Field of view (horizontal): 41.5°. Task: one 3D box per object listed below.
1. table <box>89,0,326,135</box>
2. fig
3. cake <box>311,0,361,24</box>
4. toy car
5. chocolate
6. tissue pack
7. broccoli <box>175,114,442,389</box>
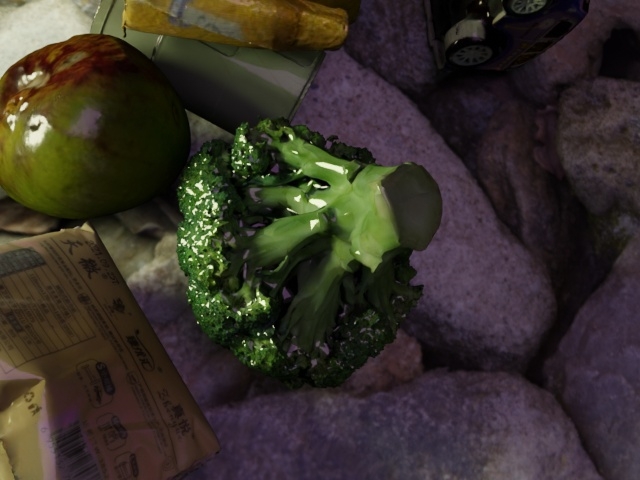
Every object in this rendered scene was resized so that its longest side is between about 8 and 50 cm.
[{"bbox_3d":[-0.117,-0.195,0.895,0.219,0.126,0.126,27,65,-5],"label":"table"},{"bbox_3d":[-0.216,-0.104,0.812,0.191,0.181,0.181,14,64,-42],"label":"fig"},{"bbox_3d":[-0.054,-0.349,0.956,0.179,0.156,0.261,-11,68,-4],"label":"cake"},{"bbox_3d":[0.234,-0.308,0.994,0.157,0.235,0.172,5,70,-28],"label":"toy car"},{"bbox_3d":[-0.077,-0.223,0.806,0.219,0.085,0.086,6,69,-15],"label":"chocolate"},{"bbox_3d":[-0.226,0.121,0.718,0.215,0.123,0.257,-20,78,-55],"label":"tissue pack"},{"bbox_3d":[0.000,0.000,0.791,0.269,0.270,0.270,14,68,-37],"label":"broccoli"}]
